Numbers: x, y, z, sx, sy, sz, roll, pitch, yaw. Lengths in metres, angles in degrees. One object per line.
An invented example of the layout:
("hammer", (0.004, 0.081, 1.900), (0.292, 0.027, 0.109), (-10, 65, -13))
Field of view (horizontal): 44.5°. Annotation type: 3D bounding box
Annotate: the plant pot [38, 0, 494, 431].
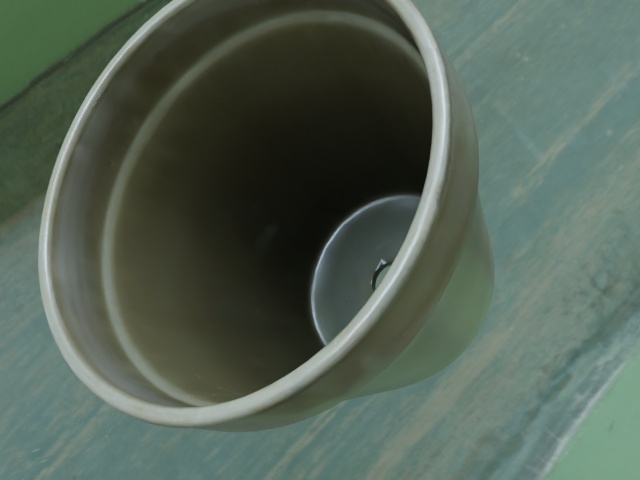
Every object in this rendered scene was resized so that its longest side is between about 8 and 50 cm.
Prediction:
("plant pot", (0.000, 0.000, 0.610), (0.280, 0.323, 0.323), (34, 62, -53))
